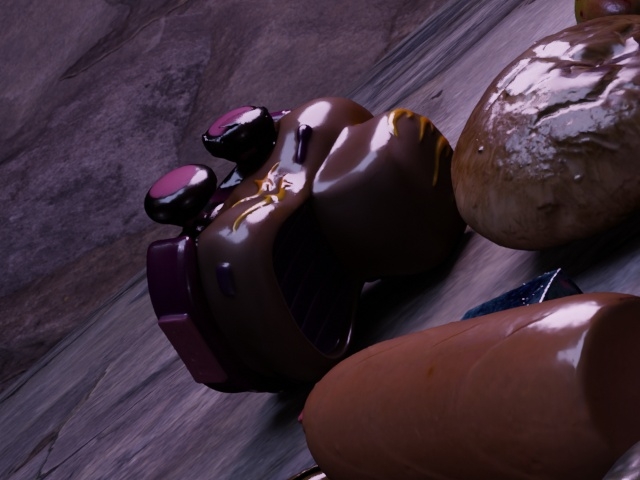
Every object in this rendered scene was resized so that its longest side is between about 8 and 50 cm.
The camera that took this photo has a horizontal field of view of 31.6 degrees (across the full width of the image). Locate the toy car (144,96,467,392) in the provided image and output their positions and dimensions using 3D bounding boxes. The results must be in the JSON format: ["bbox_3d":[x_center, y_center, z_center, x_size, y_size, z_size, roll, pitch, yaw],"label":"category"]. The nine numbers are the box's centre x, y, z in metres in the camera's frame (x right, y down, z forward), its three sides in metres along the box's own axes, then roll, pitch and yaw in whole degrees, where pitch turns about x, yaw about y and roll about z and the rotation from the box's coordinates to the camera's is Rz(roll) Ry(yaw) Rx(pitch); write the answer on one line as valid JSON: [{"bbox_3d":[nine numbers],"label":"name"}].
[{"bbox_3d":[0.000,0.000,1.159,0.240,0.271,0.341,-6,36,36],"label":"toy car"}]

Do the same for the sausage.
[{"bbox_3d":[0.099,0.108,0.697,0.121,0.121,0.304,-50,15,-31],"label":"sausage"}]

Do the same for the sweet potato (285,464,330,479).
[{"bbox_3d":[-0.067,0.262,0.818,0.285,0.085,0.112,-37,43,-28],"label":"sweet potato"}]

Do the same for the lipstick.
[{"bbox_3d":[0.088,0.105,0.915,0.312,0.051,0.051,-32,18,47],"label":"lipstick"}]

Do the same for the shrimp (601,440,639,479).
[{"bbox_3d":[0.132,0.155,0.408,0.446,0.110,0.221,-48,-5,-22],"label":"shrimp"}]

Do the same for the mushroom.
[{"bbox_3d":[0.228,-0.103,0.959,0.278,0.146,0.278,-34,19,14],"label":"mushroom"}]

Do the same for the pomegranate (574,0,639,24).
[{"bbox_3d":[0.343,-0.262,1.242,0.130,0.130,0.130,-40,12,11],"label":"pomegranate"}]
